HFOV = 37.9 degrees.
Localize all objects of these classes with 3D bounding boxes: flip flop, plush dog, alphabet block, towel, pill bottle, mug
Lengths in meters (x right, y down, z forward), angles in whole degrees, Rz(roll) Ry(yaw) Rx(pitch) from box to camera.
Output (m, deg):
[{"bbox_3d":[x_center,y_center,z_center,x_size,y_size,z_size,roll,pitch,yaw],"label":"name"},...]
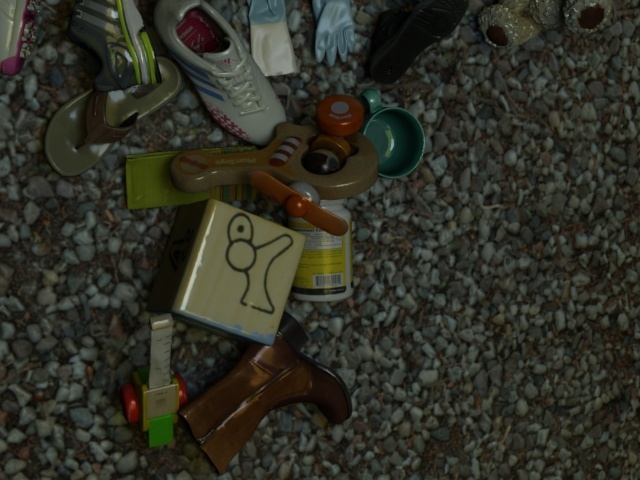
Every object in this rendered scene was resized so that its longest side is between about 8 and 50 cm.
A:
[{"bbox_3d":[-0.346,-0.214,1.565,0.277,0.080,0.112,-38,108,-13],"label":"flip flop"},{"bbox_3d":[0.425,-0.515,1.778,0.211,0.262,0.226,-51,126,-44],"label":"plush dog"},{"bbox_3d":[-0.163,0.057,1.597,0.192,0.193,0.197,23,78,-24],"label":"alphabet block"},{"bbox_3d":[-0.225,-0.110,1.648,0.237,0.021,0.102,-6,112,-20],"label":"towel"},{"bbox_3d":[0.000,0.000,1.709,0.119,0.119,0.209,-5,98,-21],"label":"pill bottle"},{"bbox_3d":[0.118,-0.196,1.742,0.129,0.097,0.158,6,94,-22],"label":"mug"}]

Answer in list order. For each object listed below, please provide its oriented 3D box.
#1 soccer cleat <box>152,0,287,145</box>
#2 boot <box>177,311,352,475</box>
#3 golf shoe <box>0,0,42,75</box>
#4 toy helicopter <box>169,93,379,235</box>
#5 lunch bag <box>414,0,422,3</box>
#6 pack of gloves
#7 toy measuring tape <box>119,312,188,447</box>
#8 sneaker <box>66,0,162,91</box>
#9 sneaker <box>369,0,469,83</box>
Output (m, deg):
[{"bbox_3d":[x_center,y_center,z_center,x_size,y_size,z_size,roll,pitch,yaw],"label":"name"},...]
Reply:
[{"bbox_3d":[-0.158,-0.278,1.582,0.116,0.143,0.331,-48,120,-10],"label":"soccer cleat"},{"bbox_3d":[-0.089,0.311,1.677,0.280,0.096,0.264,-47,122,-28],"label":"boot"},{"bbox_3d":[-0.510,-0.415,1.471,0.140,0.115,0.307,4,89,-11],"label":"golf shoe"},{"bbox_3d":[-0.077,-0.112,1.577,0.354,0.235,0.140,-4,139,-2],"label":"toy helicopter"},{"bbox_3d":[0.199,-0.520,1.739,0.128,0.096,0.151,18,104,-25],"label":"lunch bag"},{"bbox_3d":[-0.043,-0.421,1.689,0.194,0.046,0.232,-9,99,-7],"label":"pack of gloves"},{"bbox_3d":[-0.285,0.224,1.595,0.121,0.121,0.330,-9,131,-20],"label":"toy measuring tape"},{"bbox_3d":[-0.363,-0.379,1.509,0.121,0.111,0.300,-23,90,-12],"label":"sneaker"},{"bbox_3d":[0.171,-0.399,1.695,0.087,0.227,0.130,24,43,-27],"label":"sneaker"}]
